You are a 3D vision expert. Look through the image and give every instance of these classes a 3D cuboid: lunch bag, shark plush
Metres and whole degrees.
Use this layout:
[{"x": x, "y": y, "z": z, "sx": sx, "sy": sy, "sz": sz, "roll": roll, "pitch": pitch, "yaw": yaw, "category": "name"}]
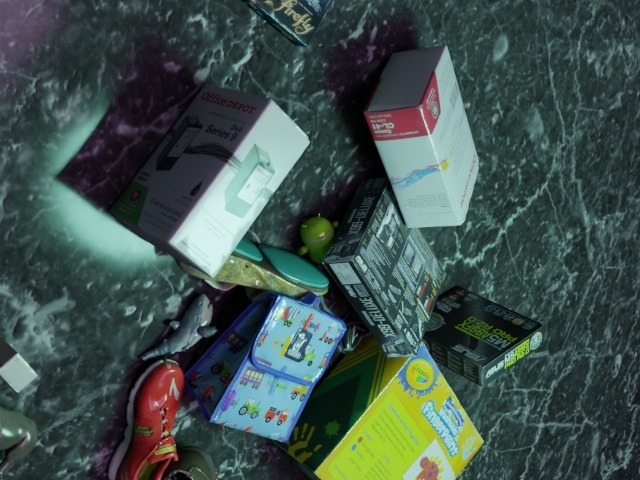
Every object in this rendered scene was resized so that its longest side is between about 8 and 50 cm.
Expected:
[{"x": -0.091, "y": 0.222, "z": 1.728, "sx": 0.221, "sy": 0.138, "sz": 0.293, "roll": 28, "pitch": 99, "yaw": -45, "category": "lunch bag"}, {"x": -0.268, "y": 0.170, "z": 1.666, "sx": 0.161, "sy": 0.073, "sz": 0.067, "roll": -33, "pitch": 108, "yaw": -3, "category": "shark plush"}]

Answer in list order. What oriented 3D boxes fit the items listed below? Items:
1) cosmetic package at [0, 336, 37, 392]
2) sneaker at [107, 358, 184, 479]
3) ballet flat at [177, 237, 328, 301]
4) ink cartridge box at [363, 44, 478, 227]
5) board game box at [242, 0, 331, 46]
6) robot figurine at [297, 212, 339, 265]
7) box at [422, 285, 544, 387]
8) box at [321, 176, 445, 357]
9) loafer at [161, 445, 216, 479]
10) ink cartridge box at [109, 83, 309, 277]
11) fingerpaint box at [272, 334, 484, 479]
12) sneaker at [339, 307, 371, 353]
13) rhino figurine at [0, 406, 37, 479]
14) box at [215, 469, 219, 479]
[{"x": -0.500, "y": 0.187, "z": 1.399, "sx": 0.041, "sy": 0.115, "sz": 0.060, "roll": -43, "pitch": 130, "yaw": -21, "category": "cosmetic package"}, {"x": -0.299, "y": 0.359, "z": 1.645, "sx": 0.107, "sy": 0.118, "sz": 0.279, "roll": 9, "pitch": 100, "yaw": -44, "category": "sneaker"}, {"x": -0.132, "y": 0.060, "z": 1.694, "sx": 0.348, "sy": 0.123, "sz": 0.123, "roll": 24, "pitch": 90, "yaw": -45, "category": "ballet flat"}, {"x": 0.216, "y": -0.208, "z": 1.818, "sx": 0.226, "sy": 0.131, "sz": 0.306, "roll": -66, "pitch": 144, "yaw": -43, "category": "ink cartridge box"}, {"x": -0.073, "y": -0.477, "z": 1.566, "sx": 0.243, "sy": 0.042, "sz": 0.165, "roll": 31, "pitch": 85, "yaw": -44, "category": "board game box"}, {"x": 0.000, "y": 0.000, "z": 1.805, "sx": 0.101, "sy": 0.067, "sz": 0.115, "roll": -38, "pitch": 128, "yaw": -19, "category": "robot figurine"}, {"x": 0.346, "y": 0.215, "z": 2.060, "sx": 0.216, "sy": 0.270, "sz": 0.060, "roll": -26, "pitch": 123, "yaw": -32, "category": "box"}, {"x": 0.144, "y": 0.059, "z": 1.870, "sx": 0.307, "sy": 0.076, "sz": 0.242, "roll": 55, "pitch": 44, "yaw": -34, "category": "box"}, {"x": -0.251, "y": 0.583, "z": 1.684, "sx": 0.130, "sy": 0.134, "sz": 0.366, "roll": 24, "pitch": 53, "yaw": -81, "category": "loafer"}, {"x": -0.188, "y": -0.110, "z": 1.496, "sx": 0.289, "sy": 0.211, "sz": 0.121, "roll": -56, "pitch": 132, "yaw": -11, "category": "ink cartridge box"}, {"x": 0.148, "y": 0.463, "z": 2.056, "sx": 0.371, "sy": 0.163, "sz": 0.445, "roll": -48, "pitch": 132, "yaw": -16, "category": "fingerpaint box"}, {"x": 0.110, "y": 0.176, "z": 1.967, "sx": 0.188, "sy": 0.078, "sz": 0.067, "roll": -43, "pitch": 130, "yaw": -21, "category": "sneaker"}, {"x": -0.557, "y": 0.295, "z": 1.422, "sx": 0.106, "sy": 0.073, "sz": 0.243, "roll": -51, "pitch": 131, "yaw": -9, "category": "rhino figurine"}, {"x": -0.262, "y": 0.535, "z": 1.812, "sx": 0.137, "sy": 0.027, "sz": 0.094, "roll": -32, "pitch": 124, "yaw": -28, "category": "box"}]
